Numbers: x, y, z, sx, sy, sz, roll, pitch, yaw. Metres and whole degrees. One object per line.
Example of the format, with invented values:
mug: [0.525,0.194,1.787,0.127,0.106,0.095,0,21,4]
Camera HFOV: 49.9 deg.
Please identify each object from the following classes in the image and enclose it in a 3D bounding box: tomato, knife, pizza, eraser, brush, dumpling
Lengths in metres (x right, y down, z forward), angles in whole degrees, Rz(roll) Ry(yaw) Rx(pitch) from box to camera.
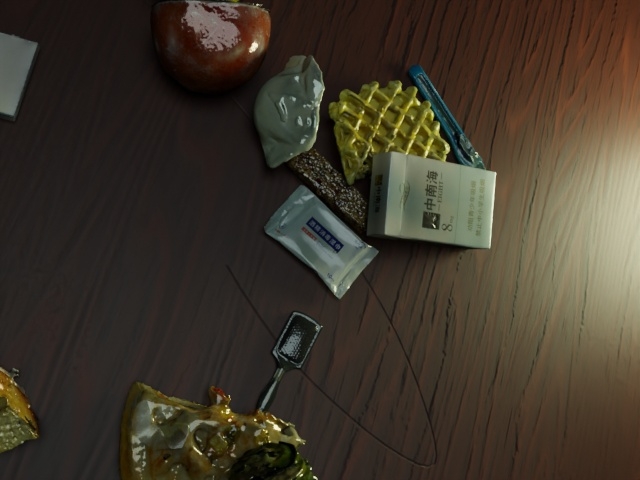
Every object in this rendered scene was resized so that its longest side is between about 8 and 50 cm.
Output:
tomato: [-0.197,-0.343,1.239,0.213,0.181,0.155,0,93,-9]
knife: [0.261,-0.231,1.401,0.044,0.026,0.297,-30,85,-10]
pizza: [-0.172,0.330,1.092,0.296,0.071,0.189,16,70,-13]
eraser: [-0.555,-0.287,1.179,0.103,0.023,0.151,14,71,-13]
brush: [-0.061,0.213,1.186,0.062,0.016,0.194,30,68,-5]
dumpling: [-0.047,-0.242,1.252,0.124,0.151,0.229,18,67,-40]

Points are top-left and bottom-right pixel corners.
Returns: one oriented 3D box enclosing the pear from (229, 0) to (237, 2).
pear: [-0.216,-0.513,1.253,0.198,0.198,0.198,4,74,-15]

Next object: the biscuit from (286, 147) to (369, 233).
biscuit: [0.024,-0.097,1.288,0.199,0.034,0.064,42,65,-2]

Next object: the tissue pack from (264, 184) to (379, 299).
tissue pack: [0.000,0.000,1.258,0.193,0.026,0.123,42,67,-2]

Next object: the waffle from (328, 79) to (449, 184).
waffle: [0.140,-0.183,1.328,0.249,0.056,0.262,-10,79,-28]

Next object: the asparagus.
asparagus: [-0.009,0.488,1.062,0.128,0.108,0.382,-28,103,-4]

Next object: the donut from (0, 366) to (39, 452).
donut: [-0.488,0.227,0.986,0.078,0.181,0.146,-34,65,-6]

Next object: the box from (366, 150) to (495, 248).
box: [0.207,-0.070,1.278,0.242,0.067,0.156,8,84,-26]
